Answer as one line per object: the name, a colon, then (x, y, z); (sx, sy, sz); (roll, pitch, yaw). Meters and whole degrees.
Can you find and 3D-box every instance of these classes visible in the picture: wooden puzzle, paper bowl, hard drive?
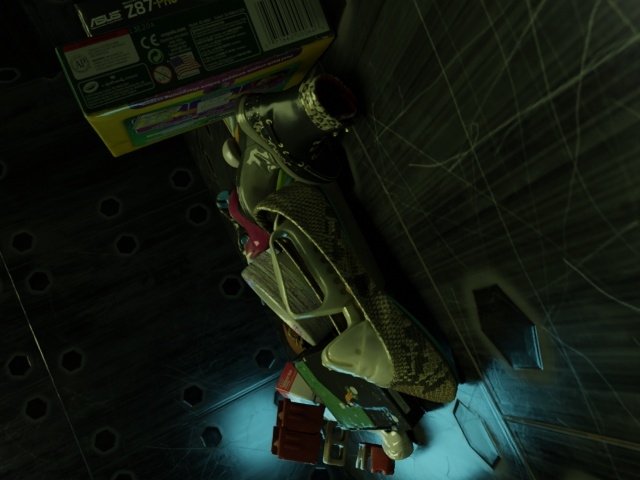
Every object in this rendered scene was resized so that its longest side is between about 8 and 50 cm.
wooden puzzle: (0.000, 0.000, 1.138); (0.323, 0.080, 0.348); (64, 166, 5)
paper bowl: (-0.067, 0.140, 1.382); (0.284, 0.148, 0.284); (43, 166, 13)
hard drive: (0.075, 0.345, 1.223); (0.237, 0.064, 0.339); (52, 148, 2)

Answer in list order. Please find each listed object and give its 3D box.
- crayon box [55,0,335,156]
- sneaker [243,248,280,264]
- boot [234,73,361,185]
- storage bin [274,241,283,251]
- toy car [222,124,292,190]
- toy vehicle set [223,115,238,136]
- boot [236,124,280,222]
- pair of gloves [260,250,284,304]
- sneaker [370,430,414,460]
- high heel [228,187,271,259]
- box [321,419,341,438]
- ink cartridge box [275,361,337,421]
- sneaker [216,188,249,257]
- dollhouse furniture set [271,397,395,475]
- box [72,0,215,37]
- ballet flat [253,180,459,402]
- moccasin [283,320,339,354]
crayon box: (-0.195, -0.266, 0.825); (0.106, 0.362, 0.313); (68, 165, -7)
sneaker: (-0.203, 0.057, 1.833); (0.110, 0.118, 0.292); (52, 174, 17)
boot: (-0.001, -0.168, 0.819); (0.178, 0.085, 0.236); (-3, 153, 44)
storage bin: (-0.118, -0.046, 1.481); (0.122, 0.084, 0.180); (68, 166, -11)
toy car: (-0.125, -0.196, 1.191); (0.182, 0.159, 0.136); (63, -159, 9)
toy vehicle set: (-0.321, -0.476, 1.602); (0.267, 0.035, 0.166); (59, 165, 24)
boot: (-0.095, -0.155, 1.031); (0.161, 0.083, 0.247); (4, 100, 46)
pair of gloves: (-0.118, 0.108, 1.548); (0.023, 0.198, 0.159); (27, 154, 37)
sneaker: (0.160, 0.459, 1.341); (0.232, 0.090, 0.116); (29, 136, 52)
high heel: (-0.194, -0.073, 1.451); (0.117, 0.082, 0.244); (-43, 50, 38)
box: (0.040, 0.568, 1.766); (0.156, 0.158, 0.093); (49, 159, 47)
ink cartridge box: (0.003, 0.491, 1.611); (0.237, 0.100, 0.172); (10, 147, 29)
sneaker: (-0.300, -0.064, 2.114); (0.341, 0.124, 0.139); (64, -167, -4)
dollhouse furniture set: (0.054, 0.556, 1.439); (0.201, 0.373, 0.152); (124, 157, -68)
box: (-0.440, -0.595, 1.263); (0.395, 0.318, 0.097); (46, 156, 55)
ballet flat: (0.031, 0.109, 0.892); (0.483, 0.181, 0.164); (56, 149, 15)
moccasin: (-0.016, 0.313, 1.591); (0.380, 0.139, 0.147); (40, 150, 59)
